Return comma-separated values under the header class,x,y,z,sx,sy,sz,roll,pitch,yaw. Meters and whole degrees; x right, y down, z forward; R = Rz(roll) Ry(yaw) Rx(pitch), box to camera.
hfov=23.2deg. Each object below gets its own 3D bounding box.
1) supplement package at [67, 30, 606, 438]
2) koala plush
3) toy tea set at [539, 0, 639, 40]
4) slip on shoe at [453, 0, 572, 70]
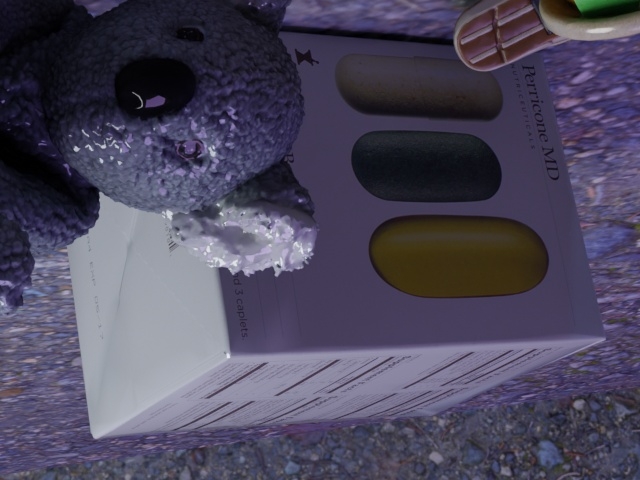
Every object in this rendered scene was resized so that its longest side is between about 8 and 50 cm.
class,x,y,z,sx,sy,sz,roll,pitch,yaw
supplement package,0.000,0.000,0.979,0.262,0.199,0.198,0,161,-31
koala plush,-0.111,-0.065,0.747,0.221,0.196,0.203,-8,176,-9
toy tea set,0.159,-0.184,0.596,0.336,0.200,0.124,-17,119,19
slip on shoe,0.140,-0.136,0.886,0.135,0.051,0.041,-23,-159,16
